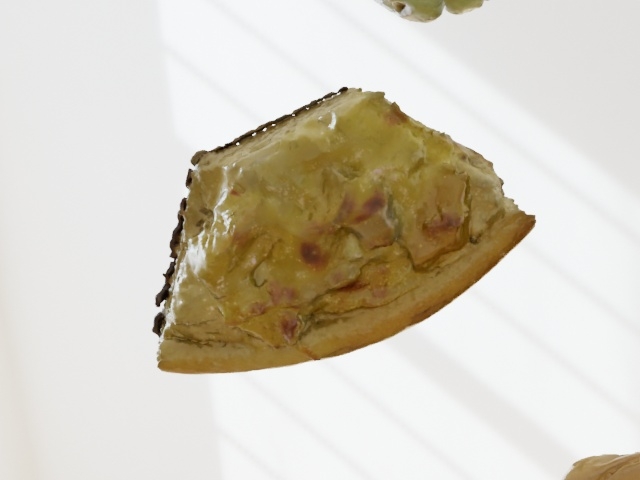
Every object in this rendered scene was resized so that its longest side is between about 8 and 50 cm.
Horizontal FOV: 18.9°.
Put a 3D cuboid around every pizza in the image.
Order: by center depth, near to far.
[{"bbox_3d":[0.000,0.000,0.739,0.160,0.099,0.036,-22,26,6],"label":"pizza"}]

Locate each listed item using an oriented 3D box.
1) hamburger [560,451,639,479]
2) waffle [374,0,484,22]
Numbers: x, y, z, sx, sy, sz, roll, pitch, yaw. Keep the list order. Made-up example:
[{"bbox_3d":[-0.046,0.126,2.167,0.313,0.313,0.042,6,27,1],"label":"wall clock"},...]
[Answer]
[{"bbox_3d":[0.163,0.158,0.834,0.147,0.138,0.083,-2,-10,29],"label":"hamburger"},{"bbox_3d":[0.012,-0.181,1.044,0.208,0.054,0.214,23,25,16],"label":"waffle"}]
